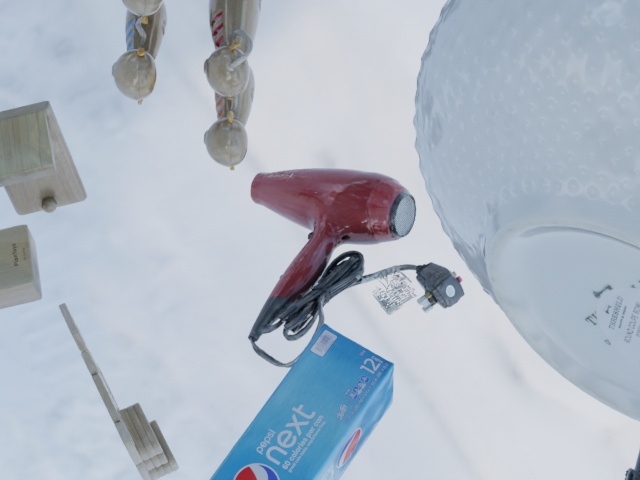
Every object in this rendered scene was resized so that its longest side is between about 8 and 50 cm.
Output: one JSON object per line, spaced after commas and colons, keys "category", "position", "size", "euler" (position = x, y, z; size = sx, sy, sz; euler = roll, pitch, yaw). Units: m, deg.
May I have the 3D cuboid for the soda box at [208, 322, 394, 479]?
{"category": "soda box", "position": [-0.026, 0.171, 1.376], "size": [0.067, 0.071, 0.210], "euler": [30, 64, 17]}

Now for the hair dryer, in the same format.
{"category": "hair dryer", "position": [0.000, 0.000, 1.909], "size": [0.223, 0.293, 0.080], "euler": [-18, 126, -12]}

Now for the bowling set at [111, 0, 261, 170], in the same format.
{"category": "bowling set", "position": [-0.142, -0.191, 1.595], "size": [0.200, 0.287, 0.154], "euler": [3, 43, -1]}

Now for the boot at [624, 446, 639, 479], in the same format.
{"category": "boot", "position": [0.381, 0.287, 2.108], "size": [0.260, 0.131, 0.348], "euler": [-36, 126, -12]}

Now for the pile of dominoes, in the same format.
{"category": "pile of dominoes", "position": [-0.201, 0.173, 1.906], "size": [0.040, 0.251, 0.196], "euler": [-26, 63, -7]}

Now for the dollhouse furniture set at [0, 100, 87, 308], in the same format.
{"category": "dollhouse furniture set", "position": [-0.246, 0.008, 1.337], "size": [0.144, 0.123, 0.151], "euler": [-13, 58, 0]}

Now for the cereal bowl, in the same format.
{"category": "cereal bowl", "position": [0.182, -0.007, 0.890], "size": [0.339, 0.339, 0.141], "euler": [47, 62, -18]}
